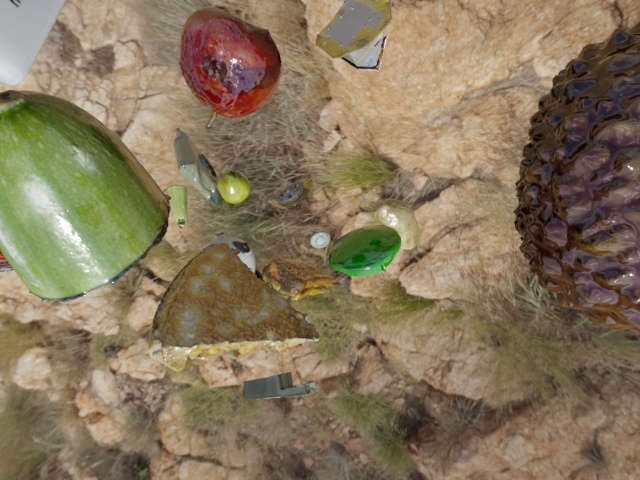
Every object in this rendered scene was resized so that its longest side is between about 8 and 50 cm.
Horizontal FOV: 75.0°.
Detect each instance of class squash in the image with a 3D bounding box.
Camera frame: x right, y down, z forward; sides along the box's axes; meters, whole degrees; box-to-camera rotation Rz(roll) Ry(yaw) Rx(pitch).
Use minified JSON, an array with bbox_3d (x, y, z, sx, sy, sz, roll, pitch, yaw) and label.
[{"bbox_3d":[-0.681,-0.156,2.010,0.094,0.094,0.224,-19,69,20],"label":"squash"},{"bbox_3d":[-0.475,-0.099,0.729,0.311,0.310,0.308,-9,132,18],"label":"squash"}]

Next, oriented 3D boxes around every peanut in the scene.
[{"bbox_3d":[0.269,-0.058,1.461,0.137,0.122,0.253,-22,141,11],"label":"peanut"}]

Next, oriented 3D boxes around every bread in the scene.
[{"bbox_3d":[-0.087,0.145,1.646,0.185,0.380,0.109,34,100,19],"label":"bread"}]

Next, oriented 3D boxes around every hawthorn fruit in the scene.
[{"bbox_3d":[-0.211,-0.377,0.963,0.230,0.210,0.265,25,122,1],"label":"hawthorn fruit"}]

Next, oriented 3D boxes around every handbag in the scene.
[{"bbox_3d":[-0.516,-0.300,1.737,0.109,0.315,0.253,-32,135,1],"label":"handbag"}]

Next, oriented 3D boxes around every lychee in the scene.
[{"bbox_3d":[0.293,-0.050,0.313,0.272,0.271,0.271,4,104,16],"label":"lychee"}]

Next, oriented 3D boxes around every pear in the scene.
[{"bbox_3d":[-0.232,-0.148,1.122,0.092,0.097,0.092,-2,72,5],"label":"pear"}]

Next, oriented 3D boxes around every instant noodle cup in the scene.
[{"bbox_3d":[-0.128,-0.216,1.961,0.274,0.274,0.090,-27,102,21],"label":"instant noodle cup"}]

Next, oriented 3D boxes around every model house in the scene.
[{"bbox_3d":[0.124,-0.557,1.170,0.207,0.136,0.219,-47,52,8],"label":"model house"}]

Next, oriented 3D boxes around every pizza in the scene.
[{"bbox_3d":[-0.097,0.097,0.525,0.199,0.188,0.062,21,137,4],"label":"pizza"}]

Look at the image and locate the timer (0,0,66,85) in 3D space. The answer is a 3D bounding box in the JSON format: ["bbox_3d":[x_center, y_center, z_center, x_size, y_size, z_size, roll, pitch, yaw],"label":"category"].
[{"bbox_3d":[-0.448,-0.320,0.475,0.193,0.195,0.194,14,77,20],"label":"timer"}]

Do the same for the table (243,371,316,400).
[{"bbox_3d":[-0.112,0.416,1.202,0.176,0.146,0.062,-12,74,7],"label":"table"}]

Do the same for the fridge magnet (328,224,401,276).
[{"bbox_3d":[0.122,0.027,1.154,0.208,0.208,0.088,-11,120,19],"label":"fridge magnet"}]

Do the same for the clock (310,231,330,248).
[{"bbox_3d":[0.000,0.000,1.529,0.074,0.010,0.083,-13,136,-6],"label":"clock"}]

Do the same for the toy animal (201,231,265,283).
[{"bbox_3d":[-0.339,0.131,1.589,0.251,0.251,0.309,4,118,16],"label":"toy animal"}]

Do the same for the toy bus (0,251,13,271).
[{"bbox_3d":[-0.690,0.021,0.821,0.089,0.195,0.081,-24,76,44],"label":"toy bus"}]
